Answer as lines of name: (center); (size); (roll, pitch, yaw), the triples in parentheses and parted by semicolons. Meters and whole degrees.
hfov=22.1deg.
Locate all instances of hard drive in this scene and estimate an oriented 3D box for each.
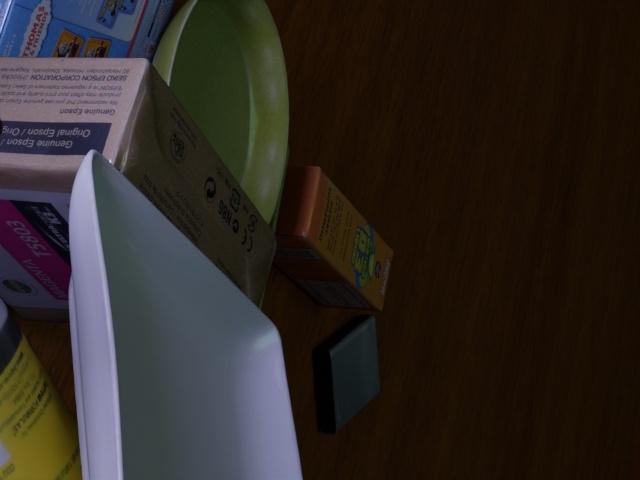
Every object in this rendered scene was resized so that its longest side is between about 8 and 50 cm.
hard drive: (0.030, 0.145, 1.795); (0.135, 0.022, 0.094); (-33, 122, -63)

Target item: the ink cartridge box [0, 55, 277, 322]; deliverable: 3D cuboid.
ink cartridge box: (-0.162, -0.026, 1.102); (0.235, 0.193, 0.088); (55, 43, -54)

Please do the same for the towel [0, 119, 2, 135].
towel: (-0.315, -0.095, 0.674); (0.329, 0.237, 0.037); (30, 64, -64)

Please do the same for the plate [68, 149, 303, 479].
plate: (-0.077, 0.125, 0.971); (0.277, 0.045, 0.278); (50, 25, -56)

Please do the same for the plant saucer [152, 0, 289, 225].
plant saucer: (-0.088, -0.096, 1.351); (0.241, 0.037, 0.241); (3, 90, -68)

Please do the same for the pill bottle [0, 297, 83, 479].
pill bottle: (-0.192, 0.200, 0.943); (0.334, 0.188, 0.188); (62, 32, -18)

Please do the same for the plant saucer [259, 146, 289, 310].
plant saucer: (-0.095, -0.038, 1.453); (0.188, 0.045, 0.188); (45, 51, -60)

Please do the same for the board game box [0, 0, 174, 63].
board game box: (-0.172, -0.191, 1.210); (0.211, 0.039, 0.160); (8, 103, -68)

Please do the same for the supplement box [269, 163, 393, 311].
supplement box: (0.000, 0.000, 1.644); (0.233, 0.080, 0.078); (46, 52, -62)
